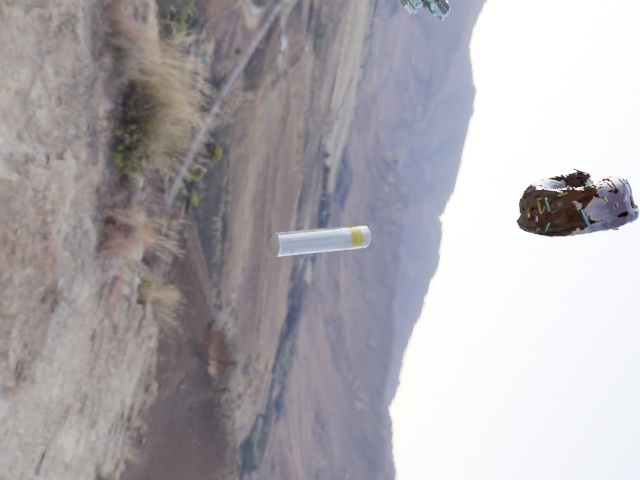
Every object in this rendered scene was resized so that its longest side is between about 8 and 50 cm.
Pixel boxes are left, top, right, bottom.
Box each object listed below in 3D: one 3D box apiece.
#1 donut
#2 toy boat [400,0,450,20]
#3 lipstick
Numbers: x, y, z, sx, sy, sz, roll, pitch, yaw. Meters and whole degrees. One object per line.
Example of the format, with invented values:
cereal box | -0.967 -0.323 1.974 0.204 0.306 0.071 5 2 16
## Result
donut | 0.492 -0.077 1.476 0.230 0.216 0.096 -98 178 -74
toy boat | 0.171 -0.412 1.277 0.059 0.066 0.140 39 23 -41
lipstick | 0.000 0.000 1.804 0.059 0.263 0.059 14 -73 56
